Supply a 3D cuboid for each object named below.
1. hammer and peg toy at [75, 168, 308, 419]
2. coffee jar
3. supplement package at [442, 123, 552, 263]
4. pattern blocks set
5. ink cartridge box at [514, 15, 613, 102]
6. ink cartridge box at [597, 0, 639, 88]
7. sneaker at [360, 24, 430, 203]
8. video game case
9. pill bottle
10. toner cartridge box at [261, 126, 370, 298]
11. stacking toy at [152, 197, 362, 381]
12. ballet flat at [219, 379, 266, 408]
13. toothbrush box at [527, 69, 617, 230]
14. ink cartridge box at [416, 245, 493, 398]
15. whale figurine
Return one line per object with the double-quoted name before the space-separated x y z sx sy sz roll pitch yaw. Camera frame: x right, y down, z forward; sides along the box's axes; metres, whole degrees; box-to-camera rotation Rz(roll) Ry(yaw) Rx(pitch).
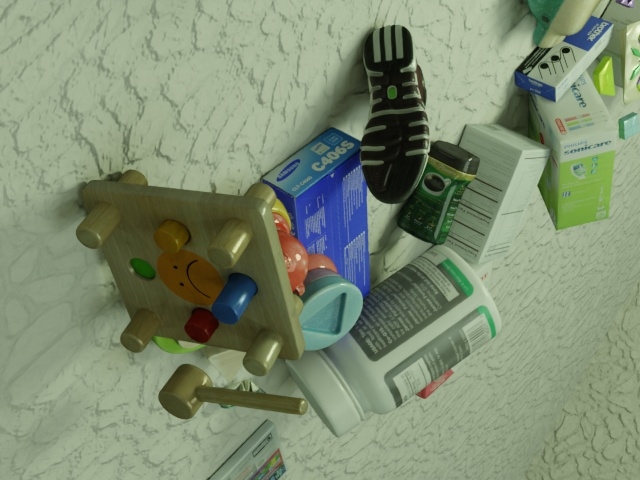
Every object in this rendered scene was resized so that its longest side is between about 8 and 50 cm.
"hammer and peg toy" -0.140 0.080 1.271 0.127 0.266 0.361 -60 148 -43
"coffee jar" 0.221 -0.090 1.846 0.079 0.096 0.184 -1 118 -59
"supplement package" 0.332 -0.095 1.965 0.139 0.134 0.244 -9 123 -53
"pattern blocks set" 0.673 -0.381 2.035 0.285 0.026 0.324 -36 127 -15
"ink cartridge box" 0.489 -0.373 1.984 0.207 0.097 0.046 -47 147 -20
"ink cartridge box" 0.794 -0.533 2.216 0.394 0.166 0.285 -60 149 4
"sneaker" 0.133 -0.182 1.551 0.162 0.107 0.281 32 59 -69
"video game case" -0.146 0.457 1.872 0.201 0.023 0.183 -44 146 -26
"pill bottle" 0.129 0.184 1.795 0.361 0.204 0.204 -33 144 -10
"toner cartridge box" 0.000 0.000 1.624 0.165 0.075 0.347 -40 145 -31
"stacking toy" -0.085 0.114 1.466 0.279 0.130 0.309 -44 141 3
"ballet flat" -0.131 0.261 1.706 0.114 0.041 0.041 -5 121 -55
"toothbrush box" 0.516 -0.192 2.054 0.122 0.206 0.283 -13 142 0
"ink cartridge box" 0.247 0.162 2.086 0.207 0.117 0.283 -35 143 -33
"whale figurine" 0.447 -0.459 1.846 0.216 0.141 0.272 -55 174 -5
